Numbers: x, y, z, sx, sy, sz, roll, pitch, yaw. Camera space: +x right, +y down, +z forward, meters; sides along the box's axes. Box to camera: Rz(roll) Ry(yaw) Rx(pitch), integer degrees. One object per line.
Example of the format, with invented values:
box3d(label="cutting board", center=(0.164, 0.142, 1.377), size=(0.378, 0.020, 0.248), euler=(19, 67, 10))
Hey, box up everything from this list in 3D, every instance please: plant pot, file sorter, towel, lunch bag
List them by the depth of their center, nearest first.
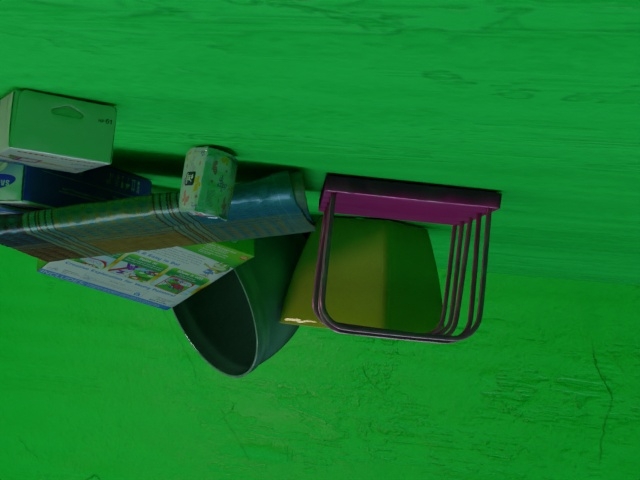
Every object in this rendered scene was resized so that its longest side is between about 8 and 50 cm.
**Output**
box3d(label="lunch bag", center=(-0.118, -0.060, 1.163), size=(0.053, 0.071, 0.083), euler=(10, 179, 1))
box3d(label="towel", center=(-0.195, -0.025, 1.364), size=(0.370, 0.040, 0.271), euler=(-7, 172, 1))
box3d(label="file sorter", center=(0.093, 0.032, 1.404), size=(0.202, 0.182, 0.290), euler=(6, 177, -1))
box3d(label="plant pot", center=(0.081, 0.061, 1.882), size=(0.212, 0.187, 0.212), euler=(4, 177, 33))
box3d(label="plant pot", center=(-0.126, 0.072, 1.989), size=(0.196, 0.293, 0.293), euler=(-25, -165, -33))

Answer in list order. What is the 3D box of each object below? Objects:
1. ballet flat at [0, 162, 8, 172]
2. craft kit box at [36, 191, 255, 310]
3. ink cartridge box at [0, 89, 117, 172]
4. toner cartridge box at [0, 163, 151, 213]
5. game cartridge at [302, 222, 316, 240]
box3d(label="ballet flat", center=(-0.419, -0.105, 1.213), size=(0.168, 0.057, 0.052), euler=(2, 148, 9))
box3d(label="craft kit box", center=(-0.274, 0.016, 1.746), size=(0.250, 0.061, 0.247), euler=(21, 146, -36))
box3d(label="ink cartridge box", center=(-0.236, -0.092, 0.970), size=(0.088, 0.052, 0.122), euler=(8, 175, -25))
box3d(label="toner cartridge box", center=(-0.358, -0.067, 1.412), size=(0.165, 0.075, 0.348), euler=(3, 176, 16))
box3d(label="game cartridge", center=(0.000, 0.000, 2.152), size=(0.297, 0.062, 0.198), euler=(3, 180, 42))
